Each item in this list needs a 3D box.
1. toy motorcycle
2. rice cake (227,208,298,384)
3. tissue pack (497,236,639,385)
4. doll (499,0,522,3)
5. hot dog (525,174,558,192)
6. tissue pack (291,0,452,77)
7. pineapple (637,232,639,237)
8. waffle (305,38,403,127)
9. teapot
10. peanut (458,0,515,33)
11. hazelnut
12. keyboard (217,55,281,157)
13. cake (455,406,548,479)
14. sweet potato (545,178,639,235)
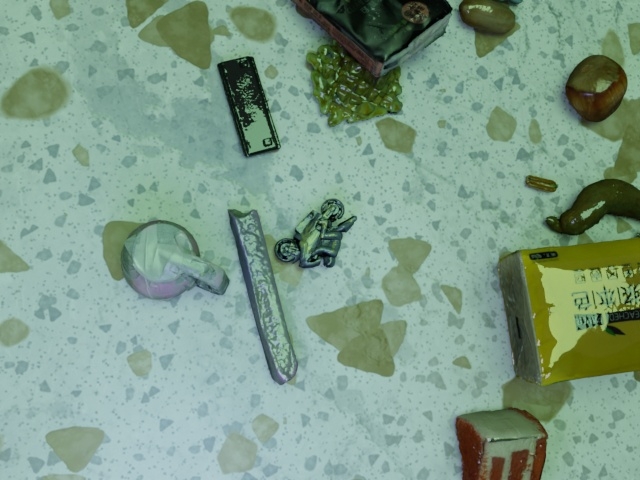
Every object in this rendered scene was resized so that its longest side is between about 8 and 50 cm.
[{"bbox_3d":[0.000,0.000,1.662,0.193,0.061,0.124,-41,84,-9],"label":"toy motorcycle"},{"bbox_3d":[-0.120,0.113,1.615,0.064,0.070,0.399,-14,84,-18],"label":"rice cake"},{"bbox_3d":[0.614,0.149,1.654,0.382,0.228,0.293,-6,81,-5],"label":"tissue pack"},{"bbox_3d":[0.415,-0.628,1.862,0.180,0.075,0.120,22,44,-30],"label":"doll"},{"bbox_3d":[0.532,-0.135,1.817,0.083,0.021,0.037,16,57,-6],"label":"hot dog"},{"bbox_3d":[0.107,-0.546,1.718,0.245,0.123,0.332,-39,74,-18],"label":"tissue pack"},{"bbox_3d":[0.799,0.047,1.815,0.074,0.074,0.159,0,78,-12],"label":"pineapple"},{"bbox_3d":[0.085,-0.380,1.751,0.223,0.054,0.204,-14,83,-14],"label":"waffle"},{"bbox_3d":[-0.305,0.057,1.530,0.163,0.178,0.221,-42,91,-14],"label":"teapot"},{"bbox_3d":[0.407,-0.550,1.837,0.152,0.076,0.076,14,78,-14],"label":"peanut"},{"bbox_3d":[0.673,-0.369,1.839,0.150,0.150,0.150,2,80,-11],"label":"hazelnut"},{"bbox_3d":[-0.160,-0.304,1.702,0.094,0.025,0.230,-15,83,-12],"label":"keyboard"},{"bbox_3d":[0.381,0.490,1.661,0.158,0.159,0.262,-1,115,-12],"label":"cake"},{"bbox_3d":[0.685,-0.084,1.801,0.310,0.098,0.124,-7,103,-14],"label":"sweet potato"}]
